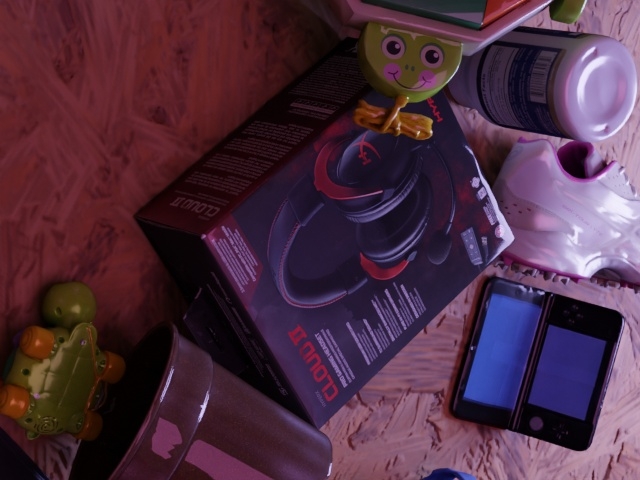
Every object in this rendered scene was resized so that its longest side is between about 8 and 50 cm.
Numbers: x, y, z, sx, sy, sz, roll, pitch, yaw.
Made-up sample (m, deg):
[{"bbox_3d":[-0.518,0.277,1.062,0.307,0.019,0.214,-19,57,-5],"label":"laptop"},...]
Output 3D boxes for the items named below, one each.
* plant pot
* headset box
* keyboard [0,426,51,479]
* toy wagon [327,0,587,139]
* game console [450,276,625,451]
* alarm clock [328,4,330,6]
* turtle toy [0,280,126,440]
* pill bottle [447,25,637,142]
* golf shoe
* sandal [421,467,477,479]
[{"bbox_3d":[-0.091,0.174,1.403,0.165,0.167,0.167,30,81,-17],"label":"plant pot"},{"bbox_3d":[0.000,0.000,1.498,0.293,0.110,0.218,-41,121,-23],"label":"headset box"},{"bbox_3d":[-0.326,0.204,1.348,0.201,0.033,0.317,-52,124,-24],"label":"keyboard"},{"bbox_3d":[0.095,-0.253,1.439,0.267,0.068,0.344,12,76,-8],"label":"toy wagon"},{"bbox_3d":[0.212,0.121,1.702,0.085,0.124,0.144,15,91,-64],"label":"game console"},{"bbox_3d":[0.093,-0.253,1.550,0.129,0.064,0.192,38,73,-36],"label":"alarm clock"},{"bbox_3d":[-0.209,0.095,1.390,0.095,0.066,0.130,25,84,-37],"label":"turtle toy"},{"bbox_3d":[0.193,-0.143,1.575,0.094,0.169,0.094,-9,105,-35],"label":"pill bottle"},{"bbox_3d":[0.285,-0.020,1.711,0.306,0.115,0.140,10,90,-39],"label":"golf shoe"},{"bbox_3d":[0.135,0.341,1.669,0.138,0.126,0.317,-40,122,-29],"label":"sandal"}]
